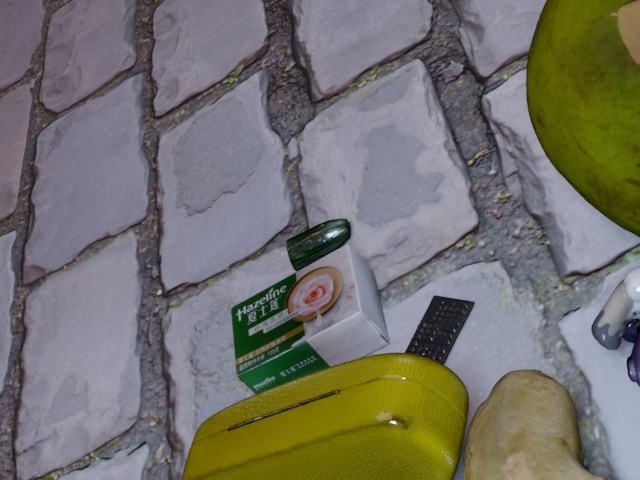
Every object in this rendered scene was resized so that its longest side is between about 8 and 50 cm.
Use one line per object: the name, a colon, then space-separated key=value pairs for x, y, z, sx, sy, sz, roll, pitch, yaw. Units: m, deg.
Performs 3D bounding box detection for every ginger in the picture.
ginger: x=0.220 y=0.238 z=1.354 sx=0.152 sy=0.138 sz=0.267 roll=-2 pitch=41 yaw=-19

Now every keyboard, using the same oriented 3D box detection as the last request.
keyboard: x=0.123 y=0.155 z=1.620 sx=0.067 sy=0.011 sz=0.202 roll=7 pitch=58 yaw=43

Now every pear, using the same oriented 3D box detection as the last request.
pear: x=0.402 y=-0.187 z=1.469 sx=0.352 sy=0.352 sz=0.413 roll=-33 pitch=46 yaw=11

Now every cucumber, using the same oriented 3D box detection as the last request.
cucumber: x=0.000 y=0.000 z=1.854 sx=0.105 sy=0.048 sz=0.048 roll=-27 pitch=39 yaw=14

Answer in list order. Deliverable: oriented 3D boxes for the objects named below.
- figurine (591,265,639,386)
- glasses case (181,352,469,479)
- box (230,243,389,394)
figurine: x=0.389 y=0.100 z=1.344 sx=0.145 sy=0.145 sz=0.222 roll=-39 pitch=36 yaw=3
glasses case: x=0.014 y=0.232 z=1.494 sx=0.371 sy=0.173 sz=0.141 roll=-24 pitch=36 yaw=38
box: x=-0.017 y=0.112 z=1.732 sx=0.199 sy=0.081 sz=0.135 roll=-28 pitch=39 yaw=14
